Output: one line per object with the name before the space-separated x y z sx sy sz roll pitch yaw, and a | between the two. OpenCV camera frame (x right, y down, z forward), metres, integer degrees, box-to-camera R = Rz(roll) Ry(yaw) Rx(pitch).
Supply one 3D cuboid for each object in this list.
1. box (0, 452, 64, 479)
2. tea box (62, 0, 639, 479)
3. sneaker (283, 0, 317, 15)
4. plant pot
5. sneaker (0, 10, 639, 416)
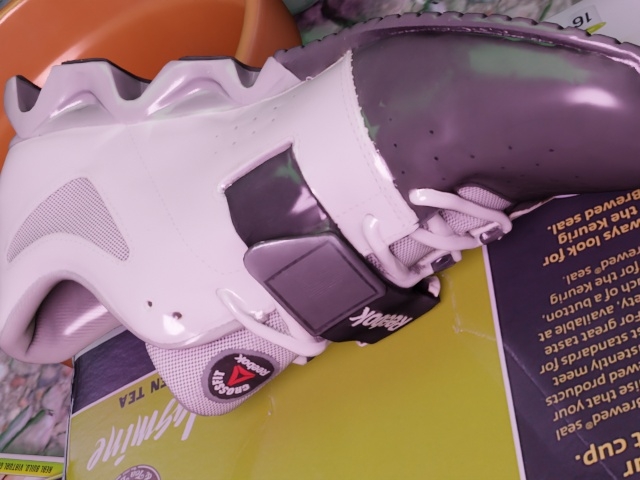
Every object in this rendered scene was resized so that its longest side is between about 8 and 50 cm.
box | -0.162 0.192 0.993 0.207 0.036 0.114 -3 53 39
tea box | 0.075 0.112 0.718 0.329 0.220 0.323 -25 41 21
sneaker | -0.094 -0.153 1.205 0.256 0.094 0.151 -16 39 43
plant pot | -0.105 -0.026 1.012 0.291 0.203 0.291 -23 42 23
sneaker | 0.000 0.000 0.635 0.330 0.122 0.146 -5 69 37
